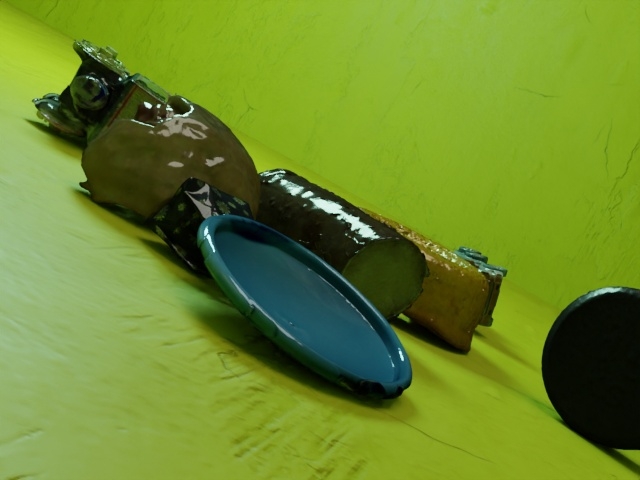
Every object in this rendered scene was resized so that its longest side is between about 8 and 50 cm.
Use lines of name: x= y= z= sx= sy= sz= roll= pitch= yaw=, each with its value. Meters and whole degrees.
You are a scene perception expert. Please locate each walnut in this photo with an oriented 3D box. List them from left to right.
walnut: x=-0.153 y=-0.083 z=1.084 sx=0.204 sy=0.141 sz=0.238 roll=33 pitch=9 yaw=-3

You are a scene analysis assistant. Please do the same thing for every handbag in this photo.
handbag: x=-0.092 y=0.010 z=0.936 sx=0.139 sy=0.072 sz=0.115 roll=48 pitch=13 yaw=32

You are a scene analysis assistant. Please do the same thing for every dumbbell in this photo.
dumbbell: x=0.451 y=0.181 z=1.251 sx=0.204 sy=0.203 sz=0.322 roll=33 pitch=9 yaw=36

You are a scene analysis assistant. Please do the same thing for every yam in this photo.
yam: x=0.001 y=-0.002 z=1.158 sx=0.131 sy=0.131 sz=0.280 roll=22 pitch=8 yaw=-42

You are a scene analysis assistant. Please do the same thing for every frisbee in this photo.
frisbee: x=-0.019 y=0.065 z=0.855 sx=0.242 sy=0.045 sz=0.242 roll=37 pitch=14 yaw=-11

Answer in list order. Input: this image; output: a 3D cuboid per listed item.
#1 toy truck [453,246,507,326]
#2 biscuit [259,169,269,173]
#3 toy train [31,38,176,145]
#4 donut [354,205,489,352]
toy truck: x=0.219 y=0.066 z=1.613 sx=0.140 sy=0.108 sz=0.256 roll=14 pitch=7 yaw=-8
biscuit: x=-0.010 y=-0.046 z=1.682 sx=0.239 sy=0.061 sz=0.108 roll=33 pitch=6 yaw=25
toy train: x=-0.305 y=-0.195 z=1.343 sx=0.177 sy=0.134 sz=0.261 roll=35 pitch=6 yaw=-15
donut: x=0.115 y=0.043 z=1.317 sx=0.278 sy=0.108 sz=0.277 roll=28 pitch=7 yaw=-4
